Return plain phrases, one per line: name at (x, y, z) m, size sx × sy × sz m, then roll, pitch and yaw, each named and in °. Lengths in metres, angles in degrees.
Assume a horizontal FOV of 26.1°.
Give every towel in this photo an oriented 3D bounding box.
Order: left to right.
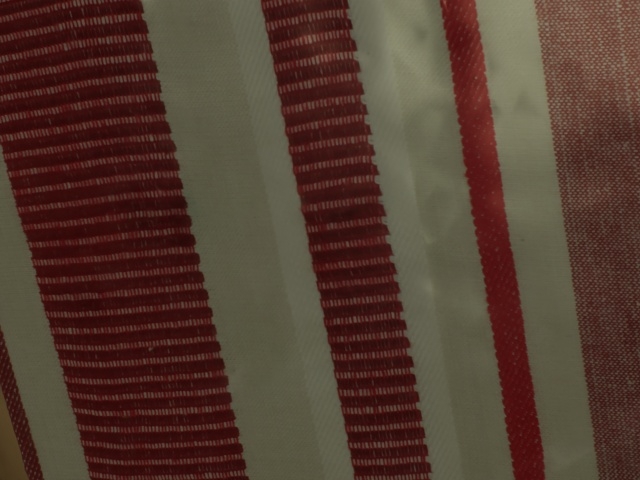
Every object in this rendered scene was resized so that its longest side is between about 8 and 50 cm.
towel at (0.000, 0.000, 0.559) m, size 0.329 × 0.037 × 0.237 m, roll -3°, pitch 109°, yaw 22°
